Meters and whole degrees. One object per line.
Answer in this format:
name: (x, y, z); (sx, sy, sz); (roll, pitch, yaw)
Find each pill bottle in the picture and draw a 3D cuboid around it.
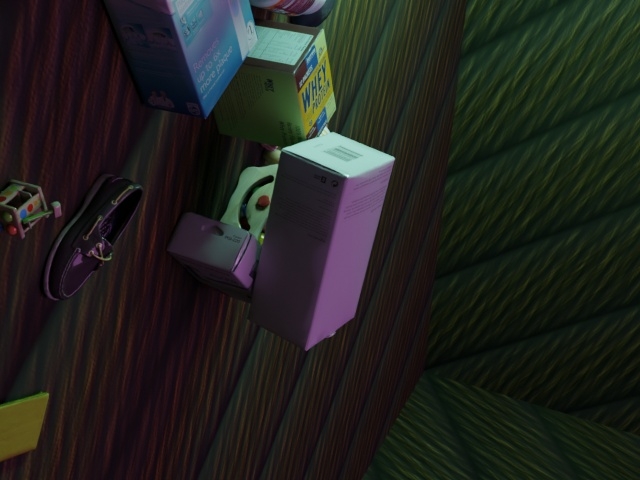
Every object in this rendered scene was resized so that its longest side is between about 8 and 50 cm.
pill bottle: (-0.070, -0.507, 1.722); (0.221, 0.121, 0.121); (-16, 119, -67)

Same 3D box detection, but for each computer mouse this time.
computer mouse: (-0.001, -0.589, 1.919); (0.188, 0.072, 0.272); (-22, 123, -67)

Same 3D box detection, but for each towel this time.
towel: (-0.493, 0.291, 1.298); (0.237, 0.021, 0.102); (-4, 112, -70)

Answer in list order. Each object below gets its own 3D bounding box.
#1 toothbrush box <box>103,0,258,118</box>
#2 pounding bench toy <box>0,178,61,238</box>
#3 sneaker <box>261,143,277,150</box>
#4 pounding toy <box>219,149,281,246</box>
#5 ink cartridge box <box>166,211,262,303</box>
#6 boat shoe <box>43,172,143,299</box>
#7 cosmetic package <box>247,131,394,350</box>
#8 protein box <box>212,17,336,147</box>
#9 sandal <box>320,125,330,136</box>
toothbrush box: (-0.223, -0.381, 1.401); (0.296, 0.126, 0.216); (77, 33, -49)
pounding bench toy: (-0.407, -0.038, 1.205); (0.065, 0.083, 0.052); (-55, 152, -45)
sneaker: (-0.100, -0.278, 1.886); (0.170, 0.063, 0.075); (90, 25, -46)
pounding toy: (-0.096, -0.068, 1.901); (0.155, 0.154, 0.270); (62, 47, -61)
ink cartridge box: (-0.184, 0.042, 1.735); (0.092, 0.158, 0.218); (-66, 157, -18)
boat shoe: (-0.356, -0.004, 1.382); (0.081, 0.068, 0.228); (66, 43, -59)
cosmetic package: (0.000, 0.000, 1.687); (0.197, 0.155, 0.366); (-26, 136, -56)
protein box: (-0.097, -0.300, 1.673); (0.200, 0.201, 0.136); (79, 32, -49)
sandal: (-0.024, -0.199, 2.114); (0.265, 0.076, 0.102); (-54, 151, -45)
